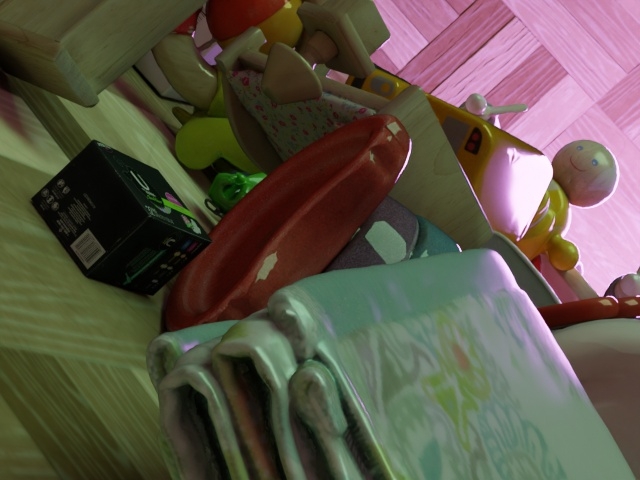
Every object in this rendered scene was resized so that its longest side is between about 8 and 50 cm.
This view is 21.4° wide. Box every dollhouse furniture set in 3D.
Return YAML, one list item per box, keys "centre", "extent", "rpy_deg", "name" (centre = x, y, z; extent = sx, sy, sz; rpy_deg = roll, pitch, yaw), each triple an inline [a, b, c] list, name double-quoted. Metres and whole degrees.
- centre: [-0.069, -0.061, 1.184]
  extent: [0.303, 0.174, 0.355]
  rpy_deg: [26, -27, 50]
  name: "dollhouse furniture set"

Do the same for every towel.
- centre: [0.082, 0.160, 0.747]
  extent: [0.320, 0.090, 0.374]
  rpy_deg: [63, 20, 8]
  name: "towel"

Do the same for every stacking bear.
- centre: [0.061, 0.086, 1.027]
  extent: [0.289, 0.175, 0.164]
  rpy_deg: [46, -12, -15]
  name: "stacking bear"

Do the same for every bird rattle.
- centre: [-0.086, -0.177, 1.408]
  extent: [0.253, 0.207, 0.143]
  rpy_deg: [56, -11, -5]
  name: "bird rattle"

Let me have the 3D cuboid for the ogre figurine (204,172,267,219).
- centre: [0.000, 0.000, 1.340]
  extent: [0.118, 0.097, 0.197]
  rpy_deg: [39, -8, 30]
  name: "ogre figurine"

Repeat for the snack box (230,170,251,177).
- centre: [-0.014, -0.054, 1.594]
  extent: [0.174, 0.070, 0.207]
  rpy_deg: [48, 7, -2]
  name: "snack box"

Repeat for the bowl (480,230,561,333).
- centre: [0.136, 0.078, 1.432]
  extent: [0.142, 0.142, 0.053]
  rpy_deg: [55, 9, 11]
  name: "bowl"

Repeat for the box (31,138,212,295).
- centre: [-0.112, -0.011, 0.967]
  extent: [0.062, 0.052, 0.083]
  rpy_deg: [51, 10, 21]
  name: "box"

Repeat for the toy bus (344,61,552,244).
- centre: [0.103, -0.068, 1.506]
  extent: [0.130, 0.108, 0.333]
  rpy_deg: [29, 6, 18]
  name: "toy bus"

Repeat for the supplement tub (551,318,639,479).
- centre: [0.233, 0.175, 1.245]
  extent: [0.228, 0.228, 0.316]
  rpy_deg: [50, 9, 13]
  name: "supplement tub"

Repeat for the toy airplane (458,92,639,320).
- centre: [0.272, -0.010, 2.132]
  extent: [0.386, 0.272, 0.384]
  rpy_deg: [45, 8, -15]
  name: "toy airplane"

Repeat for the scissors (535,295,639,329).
- centre: [0.116, 0.069, 1.296]
  extent: [0.109, 0.297, 0.021]
  rpy_deg: [-5, 85, -46]
  name: "scissors"

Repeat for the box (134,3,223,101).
- centre: [-0.110, -0.204, 1.589]
  extent: [0.091, 0.130, 0.170]
  rpy_deg: [48, 8, 6]
  name: "box"
